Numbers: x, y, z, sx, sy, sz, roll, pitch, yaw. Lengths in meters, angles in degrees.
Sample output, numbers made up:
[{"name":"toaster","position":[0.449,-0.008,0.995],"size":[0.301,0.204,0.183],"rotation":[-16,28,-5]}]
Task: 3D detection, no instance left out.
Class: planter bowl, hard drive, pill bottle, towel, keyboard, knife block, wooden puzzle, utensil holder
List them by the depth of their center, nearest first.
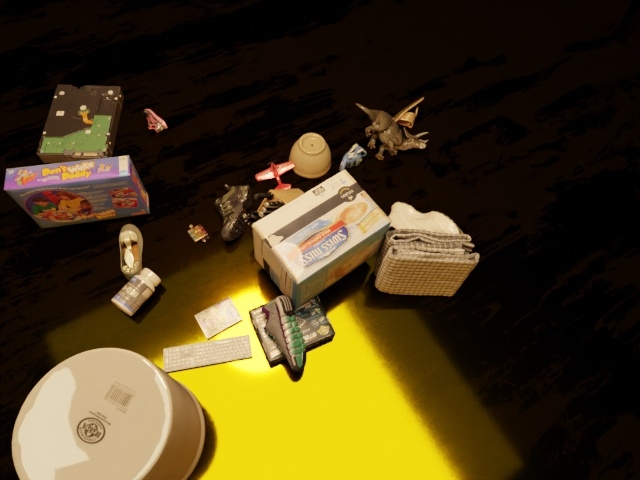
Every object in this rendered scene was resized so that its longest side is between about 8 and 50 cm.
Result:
[{"name":"utensil holder","position":[-0.465,0.450,1.043],"size":[0.328,0.385,0.327],"rotation":[2,63,-4]},{"name":"keyboard","position":[-0.336,0.336,1.324],"size":[0.256,0.014,0.072],"rotation":[-8,63,-10]},{"name":"pill bottle","position":[-0.562,0.156,1.361],"size":[0.078,0.078,0.137],"rotation":[31,64,11]},{"name":"towel","position":[0.325,0.068,1.405],"size":[0.284,0.235,0.121],"rotation":[2,55,-5]},{"name":"knife block","position":[-0.128,-0.119,1.454],"size":[0.088,0.242,0.276],"rotation":[39,65,14]},{"name":"wooden puzzle","position":[-0.417,-0.024,1.510],"size":[0.049,0.006,0.083],"rotation":[-33,70,-20]},{"name":"planter bowl","position":[-0.035,-0.329,1.649],"size":[0.162,0.109,0.162],"rotation":[2,61,-4]},{"name":"hard drive","position":[-0.882,-0.435,1.651],"size":[0.237,0.064,0.338],"rotation":[-1,62,-6]}]

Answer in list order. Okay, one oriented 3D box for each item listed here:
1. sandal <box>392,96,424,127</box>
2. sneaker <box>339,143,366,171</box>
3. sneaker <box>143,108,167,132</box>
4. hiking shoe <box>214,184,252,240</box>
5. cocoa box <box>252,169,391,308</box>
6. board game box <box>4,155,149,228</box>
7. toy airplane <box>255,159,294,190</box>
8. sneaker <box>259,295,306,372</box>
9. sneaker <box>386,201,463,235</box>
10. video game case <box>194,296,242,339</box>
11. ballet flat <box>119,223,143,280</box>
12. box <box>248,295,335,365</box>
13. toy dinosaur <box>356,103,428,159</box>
[{"name":"sandal","position":[0.338,-0.486,1.800],"size":[0.240,0.088,0.079],"rotation":[-36,102,-14]},{"name":"sneaker","position":[0.122,-0.308,1.684],"size":[0.059,0.053,0.144],"rotation":[34,66,10]},{"name":"sneaker","position":[-0.645,-0.456,1.699],"size":[0.119,0.047,0.057],"rotation":[39,77,16]},{"name":"hiking shoe","position":[-0.314,-0.095,1.526],"size":[0.114,0.086,0.226],"rotation":[5,55,13]},{"name":"cocoa box","position":[0.000,0.000,1.352],"size":[0.347,0.231,0.228],"rotation":[-33,70,-19]},{"name":"board game box","position":[-0.756,-0.151,1.417],"size":[0.347,0.233,0.078],"rotation":[-9,64,-10]},{"name":"toy airplane","position":[-0.156,-0.234,1.630],"size":[0.151,0.028,0.151],"rotation":[-3,65,7]},{"name":"sneaker","position":[-0.111,0.279,1.299],"size":[0.098,0.083,0.223],"rotation":[-22,73,23]},{"name":"sneaker","position":[0.341,-0.034,1.494],"size":[0.297,0.111,0.129],"rotation":[19,71,48]},{"name":"video game case","position":[-0.316,0.240,1.378],"size":[0.122,0.011,0.087],"rotation":[-28,68,-18]},{"name":"ballet flat","position":[-0.612,0.025,1.431],"size":[0.072,0.068,0.213],"rotation":[-12,64,-12]},{"name":"box","position":[-0.089,0.257,1.367],"size":[0.220,0.051,0.175],"rotation":[-21,67,-16]},{"name":"toy dinosaur","position":[0.249,-0.417,1.699],"size":[0.314,0.121,0.160],"rotation":[37,63,-10]}]
